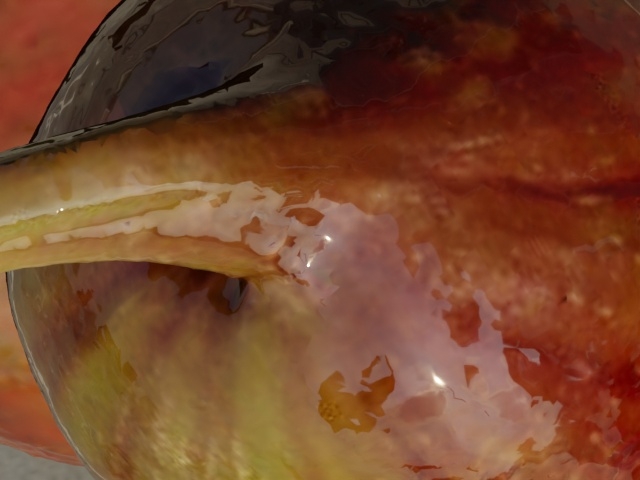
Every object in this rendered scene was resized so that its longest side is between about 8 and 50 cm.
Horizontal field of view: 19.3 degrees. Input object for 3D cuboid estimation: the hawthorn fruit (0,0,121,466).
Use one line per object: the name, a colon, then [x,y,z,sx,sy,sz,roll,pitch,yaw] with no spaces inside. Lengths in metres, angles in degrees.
hawthorn fruit: [-0.069,-0.080,1.003,0.403,0.403,0.403,1,93,25]

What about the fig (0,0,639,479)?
fig: [0.007,-0.003,0.389,0.175,0.207,0.175,-3,78,15]
